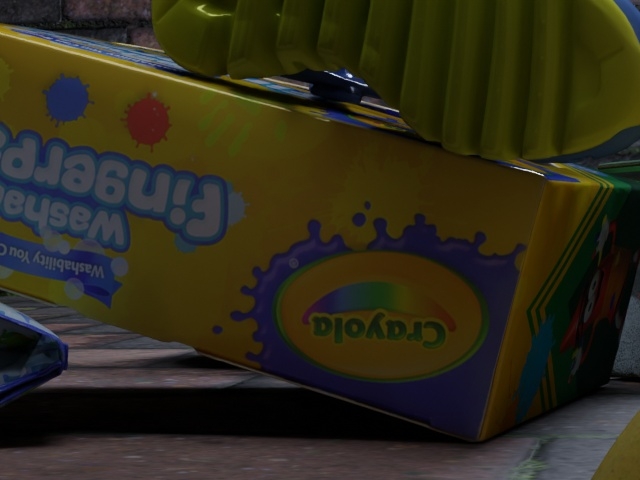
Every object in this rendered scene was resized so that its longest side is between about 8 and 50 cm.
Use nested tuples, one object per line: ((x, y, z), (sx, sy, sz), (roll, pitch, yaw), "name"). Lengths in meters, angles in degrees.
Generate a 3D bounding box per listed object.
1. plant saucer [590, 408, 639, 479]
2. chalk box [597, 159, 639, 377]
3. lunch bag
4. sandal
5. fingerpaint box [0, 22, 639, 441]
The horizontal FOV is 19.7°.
((0.329, 0.068, 0.793), (0.332, 0.081, 0.333), (0, 1, 34), "plant saucer")
((0.298, -0.003, 1.388), (0.132, 0.213, 0.132), (-1, 1, -36), "chalk box")
((-0.223, 0.065, 1.058), (0.151, 0.096, 0.129), (-1, 0, -10), "lunch bag")
((0.060, -0.120, 1.036), (0.317, 0.126, 0.138), (22, 9, 37), "sandal")
((-0.035, -0.024, 1.224), (0.445, 0.163, 0.371), (16, 6, 19), "fingerpaint box")
